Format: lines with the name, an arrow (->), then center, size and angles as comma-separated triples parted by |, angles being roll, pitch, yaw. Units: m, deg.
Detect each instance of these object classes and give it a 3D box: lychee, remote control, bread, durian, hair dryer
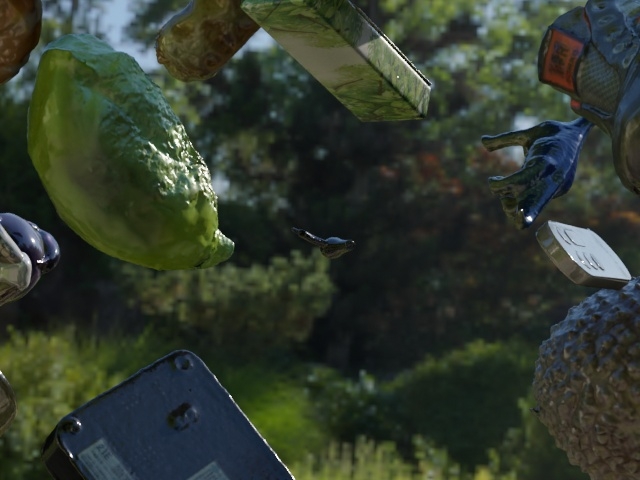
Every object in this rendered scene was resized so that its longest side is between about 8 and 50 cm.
lychee -> 0.414, 0.182, 1.725 | 0.300, 0.300, 0.300 | 4, -6, 0
remote control -> 0.287, 0.017, 1.503 | 0.022, 0.077, 0.245 | -40, -18, 18
bread -> -0.132, -0.316, 1.976 | 0.232, 0.088, 0.128 | -42, -24, 8
durian -> -0.178, -0.064, 1.235 | 0.139, 0.250, 0.101 | -26, 18, -4
hair dryer -> 0.000, 0.000, 1.934 | 0.083, 0.031, 0.079 | 22, -15, -21

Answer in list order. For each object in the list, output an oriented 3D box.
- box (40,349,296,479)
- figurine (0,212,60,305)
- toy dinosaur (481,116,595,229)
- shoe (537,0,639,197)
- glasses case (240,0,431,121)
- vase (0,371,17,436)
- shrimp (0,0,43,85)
box -> -0.110, 0.292, 1.428 | 0.211, 0.350, 0.058 | -32, -12, -43
figurine -> -0.450, 0.023, 1.995 | 0.145, 0.145, 0.222 | 5, 9, -9
toy dinosaur -> 0.269, -0.092, 1.490 | 0.188, 0.075, 0.248 | -23, 21, 15
shoe -> 0.233, -0.126, 1.013 | 0.171, 0.132, 0.336 | 10, 25, 25
glasses case -> 0.025, -0.225, 1.592 | 0.095, 0.062, 0.272 | 0, -23, 33
vase -> -0.597, 0.276, 1.803 | 0.329, 0.241, 0.302 | -34, 3, 32
shrimp -> -0.372, -0.168, 1.143 | 0.287, 0.063, 0.152 | -9, -47, -8
